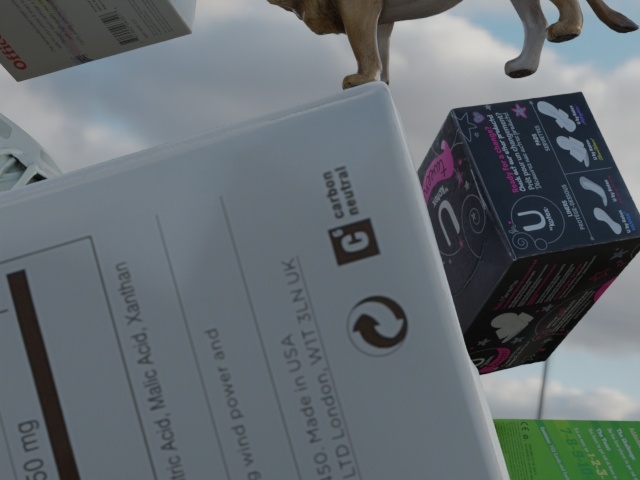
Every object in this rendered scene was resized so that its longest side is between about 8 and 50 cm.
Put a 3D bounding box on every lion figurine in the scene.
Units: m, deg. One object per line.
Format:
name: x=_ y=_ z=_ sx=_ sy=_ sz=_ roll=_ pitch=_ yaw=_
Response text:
lion figurine: x=0.111 y=-0.276 z=1.567 sx=0.392 sy=0.240 sz=0.142 roll=-9 pitch=-12 yaw=16

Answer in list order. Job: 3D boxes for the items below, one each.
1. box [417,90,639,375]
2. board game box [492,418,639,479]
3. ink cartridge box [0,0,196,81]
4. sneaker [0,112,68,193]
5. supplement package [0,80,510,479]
box: x=0.164 y=0.001 z=1.428 sx=0.142 sy=0.163 sz=0.247 roll=-9 pitch=-27 yaw=-23
board game box: x=0.288 y=0.239 z=1.561 sx=0.259 sy=0.124 sz=0.039 roll=0 pitch=-39 yaw=-7
ink cartridge box: x=-0.272 y=-0.311 z=1.705 sx=0.232 sy=0.168 sz=0.171 roll=-12 pitch=-38 yaw=20
sneaker: x=-0.232 y=-0.030 z=1.396 sx=0.447 sy=0.169 sz=0.257 roll=44 pitch=-33 yaw=3
supplement package: x=-0.096 y=0.096 z=0.390 sx=0.293 sy=0.175 sz=0.177 roll=-16 pitch=-5 yaw=3
